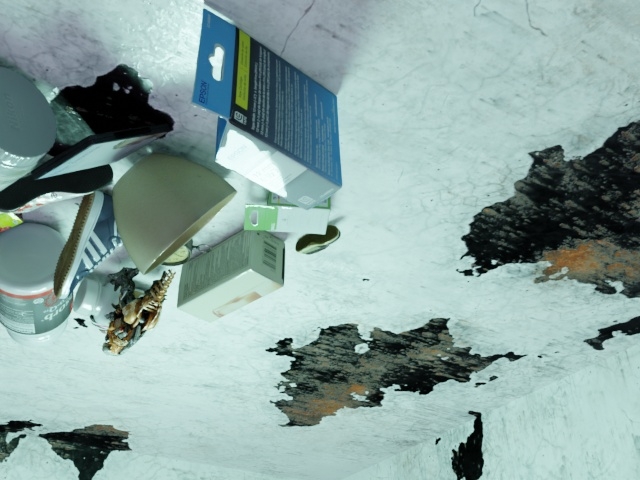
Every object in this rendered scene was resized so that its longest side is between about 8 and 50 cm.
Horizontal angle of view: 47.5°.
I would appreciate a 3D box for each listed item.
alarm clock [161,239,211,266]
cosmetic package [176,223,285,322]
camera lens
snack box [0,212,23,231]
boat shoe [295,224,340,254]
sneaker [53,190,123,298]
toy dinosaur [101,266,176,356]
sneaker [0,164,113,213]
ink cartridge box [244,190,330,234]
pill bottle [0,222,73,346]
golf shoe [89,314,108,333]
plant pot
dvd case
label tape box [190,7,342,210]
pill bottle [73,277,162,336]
[{"bbox_3d":[-0.384,0.014,1.930,0.192,0.064,0.129,6,145,-5],"label":"alarm clock"},{"bbox_3d":[-0.243,0.095,1.981,0.296,0.153,0.129,-26,138,34],"label":"cosmetic package"},{"bbox_3d":[-0.697,-0.200,1.464,0.274,0.219,0.219,-24,140,29],"label":"camera lens"},{"bbox_3d":[-0.842,-0.086,1.723,0.174,0.070,0.207,-25,142,3],"label":"snack box"},{"bbox_3d":[0.000,0.000,1.941,0.152,0.056,0.049,-19,148,39],"label":"boat shoe"},{"bbox_3d":[-0.546,0.025,1.801,0.153,0.282,0.099,19,-176,-37],"label":"sneaker"},{"bbox_3d":[-0.484,0.187,1.977,0.322,0.218,0.164,-26,132,15],"label":"toy dinosaur"},{"bbox_3d":[-0.625,-0.130,1.695,0.270,0.090,0.145,-20,-172,-20],"label":"sneaker"},{"bbox_3d":[-0.084,-0.075,1.812,0.209,0.062,0.109,3,146,-6],"label":"ink cartridge box"},{"bbox_3d":[-0.775,0.132,1.962,0.210,0.210,0.363,7,146,-12],"label":"pill bottle"},{"bbox_3d":[-0.627,0.244,2.258,0.186,0.067,0.086,-12,143,15],"label":"golf shoe"},{"bbox_3d":[-0.356,-0.085,1.645,0.191,0.284,0.284,47,133,-3],"label":"plant pot"},{"bbox_3d":[-0.452,-0.189,1.521,0.180,0.022,0.253,-22,-177,28],"label":"dvd case"},{"bbox_3d":[-0.119,-0.244,1.394,0.347,0.249,0.115,26,137,-34],"label":"label tape box"},{"bbox_3d":[-0.591,0.191,2.125,0.229,0.131,0.131,22,139,-31],"label":"pill bottle"}]
